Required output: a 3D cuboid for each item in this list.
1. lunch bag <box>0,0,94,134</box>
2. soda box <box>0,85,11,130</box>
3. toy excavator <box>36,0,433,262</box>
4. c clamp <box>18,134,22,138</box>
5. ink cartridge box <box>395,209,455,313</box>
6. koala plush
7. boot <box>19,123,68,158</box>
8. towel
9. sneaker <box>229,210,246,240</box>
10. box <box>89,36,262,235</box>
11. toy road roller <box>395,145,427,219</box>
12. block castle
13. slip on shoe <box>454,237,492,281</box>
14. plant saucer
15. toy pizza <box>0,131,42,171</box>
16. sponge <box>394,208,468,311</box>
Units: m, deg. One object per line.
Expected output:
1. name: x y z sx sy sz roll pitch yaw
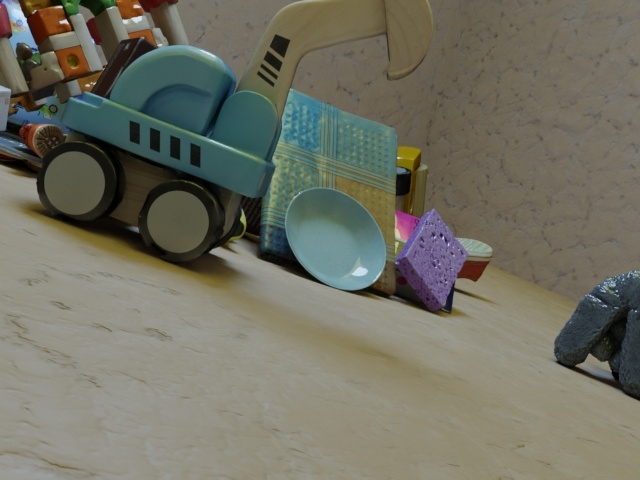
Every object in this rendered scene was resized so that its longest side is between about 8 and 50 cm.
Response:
1. lunch bag: -0.635 -0.387 2.059 0.221 0.293 0.138 18 -9 -27
2. soda box: -0.592 -0.210 1.455 0.069 0.074 0.216 22 18 20
3. toy excavator: -0.110 -0.189 1.249 0.432 0.445 0.222 20 6 2
4. c clamp: -0.583 -0.198 1.941 0.137 0.022 0.161 25 4 0
5. ink cartridge box: 0.093 0.002 1.751 0.370 0.069 0.176 22 40 -3
6. koala plush: 0.551 0.172 1.618 0.196 0.203 0.221 24 -5 36
7. boot: -0.463 -0.166 1.517 0.084 0.059 0.158 20 -3 1
8. towel: 0.019 -0.093 1.660 0.271 0.370 0.040 19 -36 -22
9. sneaker: -0.164 -0.042 1.566 0.094 0.081 0.208 23 4 -32
10. box: -0.236 -0.183 1.687 0.381 0.191 0.143 34 -7 -29
11. toy road roller: 0.099 -0.098 2.097 0.240 0.203 0.329 8 17 15
12. block castle: -0.505 -0.390 1.778 0.453 0.213 0.303 -25 8 -41
13. slip on shoe: 0.250 0.047 2.197 0.331 0.101 0.123 5 22 -19
14. plant saucer: 0.019 0.003 1.549 0.195 0.195 0.037 18 -36 -23
15. toy pizza: -0.516 -0.150 1.587 0.201 0.032 0.201 23 6 -2
16. sponge: 0.207 0.033 1.705 0.117 0.031 0.210 53 32 -9
